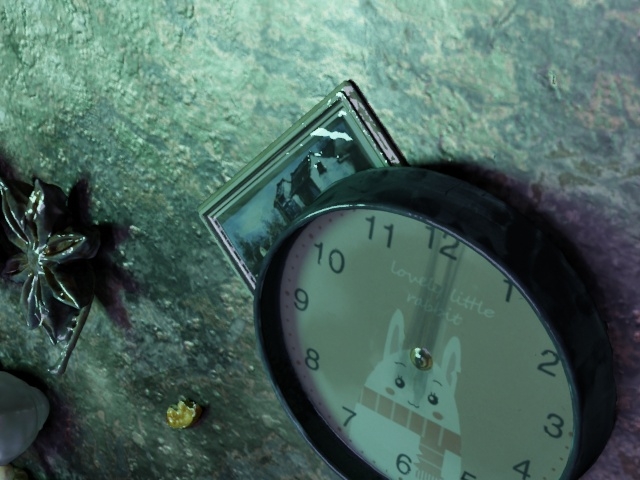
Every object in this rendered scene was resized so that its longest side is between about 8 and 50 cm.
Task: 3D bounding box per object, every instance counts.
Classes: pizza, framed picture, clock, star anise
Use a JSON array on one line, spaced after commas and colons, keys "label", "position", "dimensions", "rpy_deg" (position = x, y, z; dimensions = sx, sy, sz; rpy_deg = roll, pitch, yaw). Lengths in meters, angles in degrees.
[{"label": "pizza", "position": [-0.172, 0.218, 1.572], "dimensions": [0.083, 0.016, 0.037], "rpy_deg": [-34, 88, 48]}, {"label": "framed picture", "position": [0.000, 0.000, 1.314], "dimensions": [0.296, 0.019, 0.232], "rpy_deg": [-37, 85, 44]}, {"label": "clock", "position": [0.100, 0.116, 1.228], "dimensions": [0.386, 0.076, 0.386], "rpy_deg": [19, 127, 28]}, {"label": "star anise", "position": [-0.339, 0.036, 1.577], "dimensions": [0.230, 0.081, 0.262], "rpy_deg": [-21, 85, 44]}]

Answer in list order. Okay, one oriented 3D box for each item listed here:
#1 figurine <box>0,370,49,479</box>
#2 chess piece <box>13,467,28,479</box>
[{"label": "figurine", "position": [-0.503, 0.262, 1.793], "dimensions": [0.276, 0.133, 0.200], "rpy_deg": [-19, 81, 43]}, {"label": "chess piece", "position": [-0.458, 0.363, 1.860], "dimensions": [0.172, 0.060, 0.060], "rpy_deg": [17, 121, 38]}]
